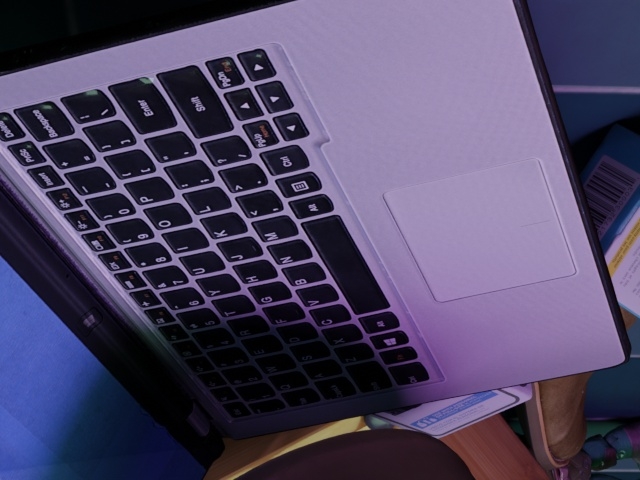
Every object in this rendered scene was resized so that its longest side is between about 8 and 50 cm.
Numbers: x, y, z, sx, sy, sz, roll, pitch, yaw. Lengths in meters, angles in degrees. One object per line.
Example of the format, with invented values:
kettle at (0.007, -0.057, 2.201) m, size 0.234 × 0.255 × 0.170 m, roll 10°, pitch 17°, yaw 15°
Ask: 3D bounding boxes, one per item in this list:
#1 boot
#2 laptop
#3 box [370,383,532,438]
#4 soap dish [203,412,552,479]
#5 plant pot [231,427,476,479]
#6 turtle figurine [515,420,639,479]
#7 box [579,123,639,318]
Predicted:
boot at (0.191, 0.086, 1.215) m, size 0.115 × 0.112 × 0.305 m, roll -21°, pitch 148°, yaw 3°
laptop at (-0.059, 0.105, 0.773) m, size 0.408 × 0.236 × 0.382 m, roll -12°, pitch 147°, yaw 12°
box at (0.000, 0.000, 0.988) m, size 0.290 × 0.169 × 0.087 m, roll 26°, pitch 140°, yaw -36°
soap dish at (0.009, 0.201, 1.272) m, size 0.291 × 0.118 × 0.229 m, roll -29°, pitch 115°, yaw 21°
plant pot at (0.028, 0.267, 0.820) m, size 0.263 × 0.229 × 0.263 m, roll -24°, pitch 144°, yaw -19°
turtle figurine at (0.193, 0.217, 1.381) m, size 0.234 × 0.175 × 0.118 m, roll -7°, pitch 143°, yaw -12°
box at (0.257, 0.020, 1.091) m, size 0.244 × 0.060 × 0.100 m, roll 30°, pitch 96°, yaw -41°
